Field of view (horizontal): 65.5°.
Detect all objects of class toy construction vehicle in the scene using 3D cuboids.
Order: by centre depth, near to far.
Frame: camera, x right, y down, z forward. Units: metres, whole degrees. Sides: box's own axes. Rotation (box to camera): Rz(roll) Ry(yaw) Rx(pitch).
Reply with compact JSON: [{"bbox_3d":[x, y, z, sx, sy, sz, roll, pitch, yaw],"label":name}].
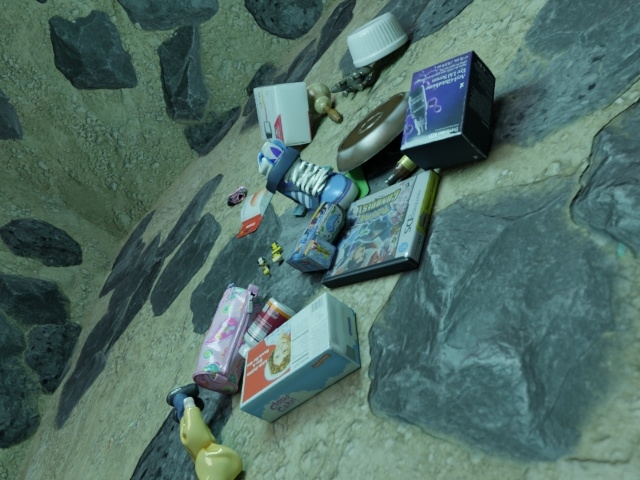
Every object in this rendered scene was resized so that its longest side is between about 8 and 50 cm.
[{"bbox_3d":[-0.146,0.056,1.504,0.086,0.035,0.098,-39,30,2],"label":"toy construction vehicle"}]

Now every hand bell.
[{"bbox_3d":[0.027,-0.490,1.848,0.126,0.126,0.242,-47,39,10],"label":"hand bell"}]

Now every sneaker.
[{"bbox_3d":[-0.063,-0.186,1.408,0.130,0.236,0.323,-57,30,-9],"label":"sneaker"},{"bbox_3d":[-0.359,-0.179,2.126,0.119,0.047,0.057,-40,40,27],"label":"sneaker"}]

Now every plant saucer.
[{"bbox_3d":[0.152,-0.313,1.385,0.311,0.050,0.310,-39,16,14],"label":"plant saucer"},{"bbox_3d":[-0.025,-0.156,1.581,0.067,0.018,0.192,6,63,60],"label":"plant saucer"}]

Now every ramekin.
[{"bbox_3d":[0.192,-0.704,1.739,0.207,0.109,0.207,-26,24,12],"label":"ramekin"}]

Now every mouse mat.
[{"bbox_3d":[0.072,-0.134,1.410,0.153,0.007,0.189,-41,27,22],"label":"mouse mat"}]

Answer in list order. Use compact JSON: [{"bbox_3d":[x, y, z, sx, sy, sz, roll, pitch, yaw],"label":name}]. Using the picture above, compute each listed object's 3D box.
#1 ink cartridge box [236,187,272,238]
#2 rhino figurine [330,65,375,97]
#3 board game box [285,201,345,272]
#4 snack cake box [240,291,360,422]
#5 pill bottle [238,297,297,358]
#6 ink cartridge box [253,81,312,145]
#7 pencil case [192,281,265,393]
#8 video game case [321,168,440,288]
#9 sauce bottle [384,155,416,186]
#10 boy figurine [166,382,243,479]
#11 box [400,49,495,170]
[{"bbox_3d":[-0.260,-0.103,1.868,0.145,0.045,0.179,-19,39,49],"label":"ink cartridge box"},{"bbox_3d":[0.112,-0.573,1.810,0.106,0.073,0.243,-41,21,-20],"label":"rhino figurine"},{"bbox_3d":[0.000,0.000,1.242,0.194,0.060,0.194,-59,15,-1],"label":"board game box"},{"bbox_3d":[-0.047,0.247,1.036,0.264,0.089,0.152,-39,31,26],"label":"snack cake box"},{"bbox_3d":[-0.127,0.221,1.201,0.152,0.086,0.086,-55,26,-4],"label":"pill bottle"},{"bbox_3d":[-0.151,-0.500,1.962,0.131,0.226,0.306,-14,19,-20],"label":"ink cartridge box"},{"bbox_3d":[-0.232,0.250,1.295,0.124,0.124,0.284,-28,33,40],"label":"pencil case"},{"bbox_3d":[0.133,-0.022,1.139,0.275,0.035,0.248,-20,41,48],"label":"video game case"},{"bbox_3d":[0.207,-0.183,1.209,0.128,0.042,0.042,-44,27,12],"label":"sauce bottle"},{"bbox_3d":[-0.263,0.428,1.100,0.092,0.177,0.285,-23,26,-26],"label":"boy figurine"},{"bbox_3d":[0.275,-0.271,1.069,0.153,0.108,0.206,-8,63,45],"label":"box"}]
